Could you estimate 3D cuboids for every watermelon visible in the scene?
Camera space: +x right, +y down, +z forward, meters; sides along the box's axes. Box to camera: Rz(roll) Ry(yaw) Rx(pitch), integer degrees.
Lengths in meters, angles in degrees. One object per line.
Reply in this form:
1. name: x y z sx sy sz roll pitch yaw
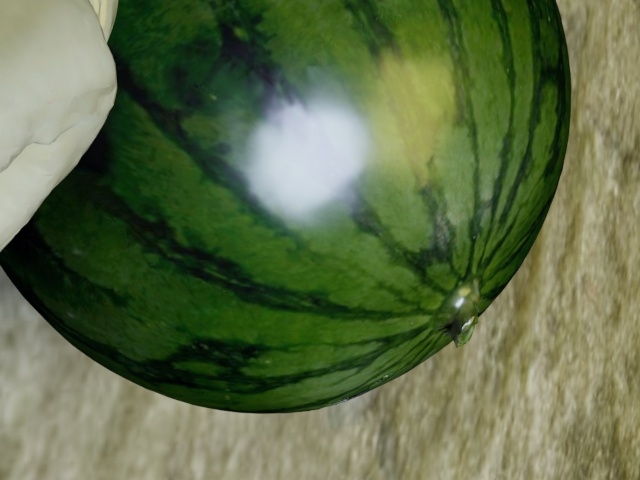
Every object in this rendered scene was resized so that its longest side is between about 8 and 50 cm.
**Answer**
1. watermelon: -0.022 -0.055 0.601 0.242 0.242 0.242 -15 107 -57

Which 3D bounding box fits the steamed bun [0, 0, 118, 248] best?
1. steamed bun: -0.174 -0.078 0.383 0.289 0.203 0.276 26 73 -56
